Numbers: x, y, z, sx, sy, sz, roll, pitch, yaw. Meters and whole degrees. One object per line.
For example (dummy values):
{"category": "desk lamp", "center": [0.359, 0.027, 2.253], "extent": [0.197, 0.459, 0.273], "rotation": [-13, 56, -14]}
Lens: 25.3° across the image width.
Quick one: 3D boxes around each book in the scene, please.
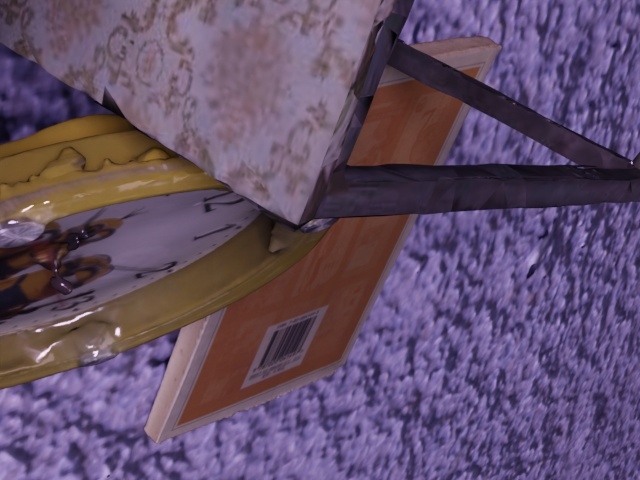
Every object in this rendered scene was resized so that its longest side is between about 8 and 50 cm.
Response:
{"category": "book", "center": [-0.001, -0.001, 0.787], "extent": [0.170, 0.018, 0.241], "rotation": [-17, 139, -48]}

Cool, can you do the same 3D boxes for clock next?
{"category": "clock", "center": [-0.108, 0.004, 0.563], "extent": [0.237, 0.057, 0.237], "rotation": [-19, 165, -5]}

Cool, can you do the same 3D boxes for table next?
{"category": "table", "center": [0.054, -0.204, 0.524], "extent": [0.272, 0.222, 0.335], "rotation": [-3, 120, -52]}
